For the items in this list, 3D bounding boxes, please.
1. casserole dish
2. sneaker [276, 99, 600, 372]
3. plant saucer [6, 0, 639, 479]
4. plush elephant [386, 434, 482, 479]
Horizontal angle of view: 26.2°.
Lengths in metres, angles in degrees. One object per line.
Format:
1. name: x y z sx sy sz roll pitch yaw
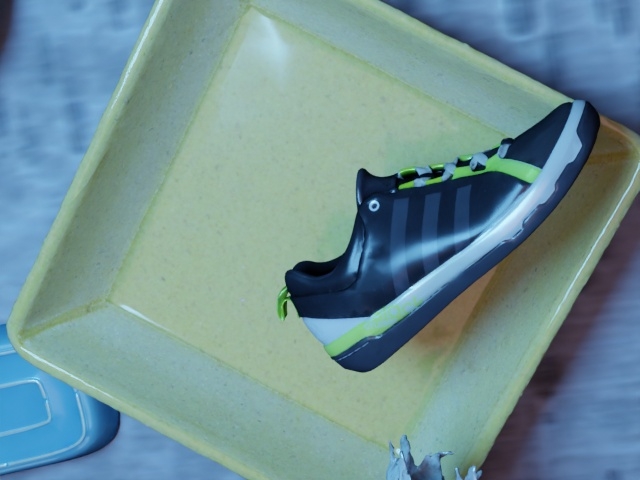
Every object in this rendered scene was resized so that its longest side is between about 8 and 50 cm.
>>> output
1. casserole dish: -0.240 0.123 1.025 0.188 0.037 0.114 -13 99 12
2. sneaker: 0.065 -0.016 0.845 0.235 0.084 0.097 -44 91 14
3. plant saucer: 0.000 0.000 0.942 0.333 0.081 0.332 28 104 1
4. plush elephant: 0.037 0.321 0.859 0.272 0.255 0.330 10 134 4
